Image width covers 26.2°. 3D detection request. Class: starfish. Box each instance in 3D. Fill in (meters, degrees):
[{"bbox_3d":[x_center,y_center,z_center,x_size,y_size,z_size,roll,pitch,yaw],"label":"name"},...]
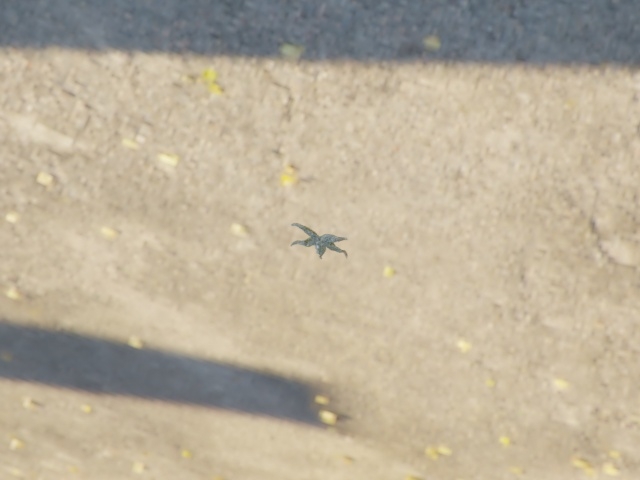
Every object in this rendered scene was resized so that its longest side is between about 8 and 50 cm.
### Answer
[{"bbox_3d":[0.000,0.000,1.895,0.092,0.016,0.086,35,144,-18],"label":"starfish"}]
